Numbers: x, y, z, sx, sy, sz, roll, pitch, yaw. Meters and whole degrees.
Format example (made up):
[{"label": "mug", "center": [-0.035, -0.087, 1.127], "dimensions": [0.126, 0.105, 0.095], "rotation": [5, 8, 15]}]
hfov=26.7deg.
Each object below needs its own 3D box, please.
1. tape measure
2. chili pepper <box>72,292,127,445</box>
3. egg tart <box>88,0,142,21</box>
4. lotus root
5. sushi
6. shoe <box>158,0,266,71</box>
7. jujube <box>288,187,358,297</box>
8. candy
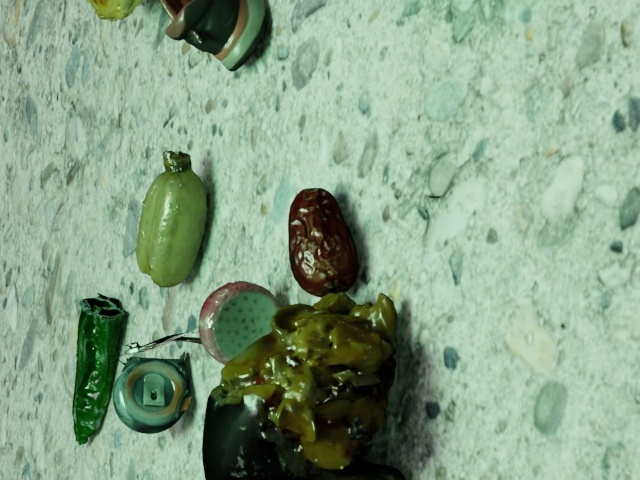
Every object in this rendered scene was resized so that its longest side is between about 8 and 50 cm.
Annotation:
[{"label": "tape measure", "center": [-0.192, 0.176, 1.700], "dimensions": [0.180, 0.104, 0.107], "rotation": [-33, 54, 50]}, {"label": "chili pepper", "center": [-0.335, 0.196, 1.967], "dimensions": [0.088, 0.059, 0.226], "rotation": [39, 121, 57]}, {"label": "egg tart", "center": [-0.246, -0.446, 1.879], "dimensions": [0.295, 0.116, 0.294], "rotation": [-21, 65, 56]}, {"label": "lotus root", "center": [-0.190, -0.028, 1.756], "dimensions": [0.090, 0.077, 0.183], "rotation": [25, 109, 48]}, {"label": "sushi", "center": [-0.012, 0.165, 1.370], "dimensions": [0.200, 0.213, 0.204], "rotation": [-1, 98, 34]}, {"label": "shoe", "center": [-0.158, -0.351, 1.708], "dimensions": [0.114, 0.137, 0.291], "rotation": [-40, 51, 46]}, {"label": "jujube", "center": [0.000, 0.000, 1.470], "dimensions": [0.077, 0.077, 0.129], "rotation": [-44, 45, 45]}, {"label": "candy", "center": [-0.093, 0.097, 1.565], "dimensions": [0.043, 0.103, 0.103], "rotation": [12, 95, 59]}]
